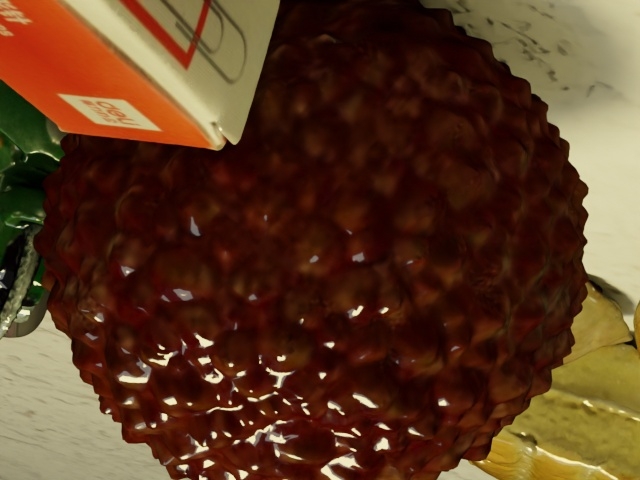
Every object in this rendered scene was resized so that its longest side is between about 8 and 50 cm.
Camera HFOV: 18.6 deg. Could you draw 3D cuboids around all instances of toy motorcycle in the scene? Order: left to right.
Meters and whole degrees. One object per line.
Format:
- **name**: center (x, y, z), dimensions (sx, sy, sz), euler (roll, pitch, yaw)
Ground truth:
- **toy motorcycle**: center (-0.175, -0.048, 1.117), dimensions (0.124, 0.187, 0.274), euler (20, -177, -21)

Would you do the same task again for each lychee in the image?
- **lychee**: center (0.000, 0.000, 0.945), dimensions (0.264, 0.300, 0.264), euler (16, 123, 26)

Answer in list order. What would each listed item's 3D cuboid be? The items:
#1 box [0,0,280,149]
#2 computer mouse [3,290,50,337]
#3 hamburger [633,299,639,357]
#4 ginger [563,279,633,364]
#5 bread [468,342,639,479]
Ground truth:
- **box**: center (-0.089, -0.130, 0.767), dimensions (0.099, 0.133, 0.182), euler (6, 161, 26)
- **computer mouse**: center (-0.288, 0.031, 1.668), dimensions (0.120, 0.057, 0.232), euler (17, 162, -3)
- **hamburger**: center (0.237, 0.068, 1.224), dimensions (0.102, 0.087, 0.176), euler (5, 164, 30)
- **ginger**: center (0.117, 0.066, 1.302), dimensions (0.193, 0.123, 0.115), euler (11, 145, -4)
- **bread**: center (0.228, 0.150, 1.478), dimensions (0.239, 0.111, 0.246), euler (16, 167, 10)
